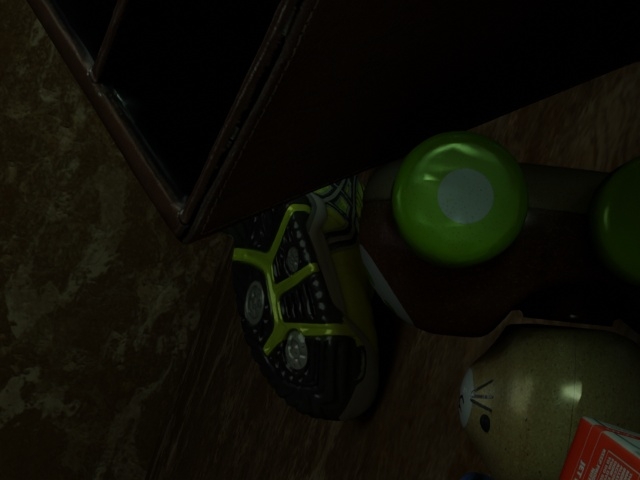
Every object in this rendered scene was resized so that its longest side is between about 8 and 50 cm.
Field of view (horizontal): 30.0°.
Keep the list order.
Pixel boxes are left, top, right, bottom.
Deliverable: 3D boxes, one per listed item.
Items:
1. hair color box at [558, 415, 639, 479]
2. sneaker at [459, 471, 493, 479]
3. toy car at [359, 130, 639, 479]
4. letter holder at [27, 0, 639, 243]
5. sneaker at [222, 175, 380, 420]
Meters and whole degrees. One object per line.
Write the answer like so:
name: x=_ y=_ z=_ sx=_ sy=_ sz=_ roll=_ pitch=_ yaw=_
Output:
hair color box: x=0.127 y=0.099 z=0.297 sx=0.167 sy=0.093 sz=0.053 roll=-137 pitch=65 yaw=-78
sneaker: x=0.076 y=0.160 z=0.587 sx=0.135 sy=0.052 sz=0.058 roll=-97 pitch=31 yaw=-67
toy car: x=0.085 y=0.061 z=0.509 sx=0.155 sy=0.149 sz=0.188 roll=77 pitch=-161 yaw=-86
letter holder: x=0.056 y=-0.157 z=0.489 sx=0.302 sy=0.152 sz=0.214 roll=-24 pitch=-18 yaw=-33
sneaker: x=0.000 y=0.000 z=1.084 sx=0.145 sy=0.147 sz=0.385 roll=-61 pitch=32 yaw=35
